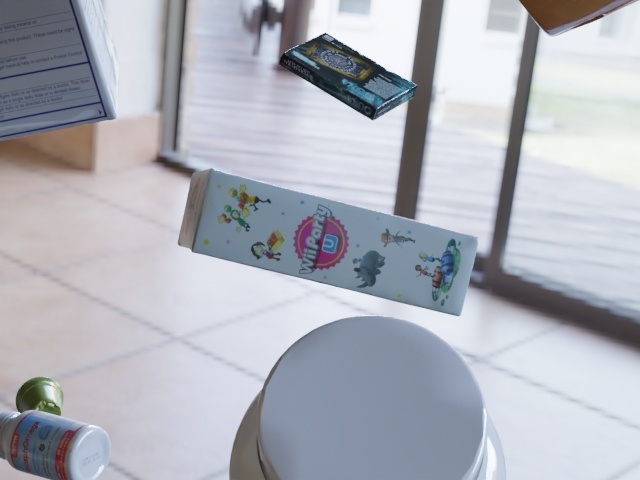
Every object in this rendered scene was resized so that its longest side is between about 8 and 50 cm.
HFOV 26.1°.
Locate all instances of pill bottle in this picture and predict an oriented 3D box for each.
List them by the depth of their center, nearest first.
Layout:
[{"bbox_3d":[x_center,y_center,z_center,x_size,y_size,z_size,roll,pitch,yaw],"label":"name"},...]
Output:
[{"bbox_3d":[0.032,0.188,0.980,0.188,0.334,0.188,0,60,0],"label":"pill bottle"},{"bbox_3d":[-0.373,0.280,1.886,0.160,0.087,0.087,8,17,29],"label":"pill bottle"}]

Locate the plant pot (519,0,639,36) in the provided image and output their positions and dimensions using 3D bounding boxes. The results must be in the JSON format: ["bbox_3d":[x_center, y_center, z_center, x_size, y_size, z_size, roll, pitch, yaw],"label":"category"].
[{"bbox_3d":[0.260,-0.346,1.406,0.203,0.291,0.291,-36,12,14],"label":"plant pot"}]

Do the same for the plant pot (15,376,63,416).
[{"bbox_3d":[-0.476,0.285,2.370,0.083,0.083,0.079,-1,12,-20],"label":"plant pot"}]

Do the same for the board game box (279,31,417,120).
[{"bbox_3d":[0.044,-0.260,2.175,0.186,0.026,0.126,33,38,20],"label":"board game box"}]

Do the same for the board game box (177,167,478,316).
[{"bbox_3d":[0.000,0.000,1.571,0.303,0.097,0.224,13,-1,-10],"label":"board game box"}]

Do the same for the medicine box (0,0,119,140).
[{"bbox_3d":[-0.414,-0.279,1.727,0.263,0.289,0.149,-10,38,2],"label":"medicine box"}]
